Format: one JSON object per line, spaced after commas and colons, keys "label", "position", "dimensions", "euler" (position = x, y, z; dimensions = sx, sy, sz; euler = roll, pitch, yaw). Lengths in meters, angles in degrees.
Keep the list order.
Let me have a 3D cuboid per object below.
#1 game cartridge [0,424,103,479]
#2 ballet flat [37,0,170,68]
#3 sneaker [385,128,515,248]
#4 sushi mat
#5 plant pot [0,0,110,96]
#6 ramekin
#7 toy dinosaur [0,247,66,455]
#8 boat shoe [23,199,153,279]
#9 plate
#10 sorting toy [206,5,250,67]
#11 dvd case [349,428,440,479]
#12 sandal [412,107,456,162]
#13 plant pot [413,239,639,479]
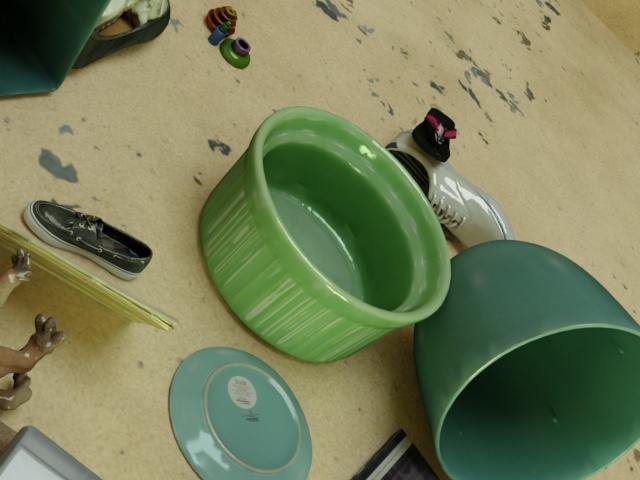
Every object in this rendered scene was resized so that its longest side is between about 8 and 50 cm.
{"label": "game cartridge", "position": [-0.221, 0.305, 0.720], "dimensions": [0.196, 0.060, 0.294], "euler": [44, 51, -16]}
{"label": "ballet flat", "position": [-0.248, -0.291, 1.264], "dimensions": [0.095, 0.096, 0.280], "euler": [44, 35, -8]}
{"label": "sneaker", "position": [0.190, -0.059, 1.554], "dimensions": [0.258, 0.094, 0.091], "euler": [47, 43, 11]}
{"label": "sushi mat", "position": [-0.283, 0.000, 0.930], "dimensions": [0.316, 0.151, 0.019], "euler": [34, 77, -23]}
{"label": "plant pot", "position": [-0.375, -0.296, 1.078], "dimensions": [0.234, 0.166, 0.165], "euler": [52, 34, 14]}
{"label": "ramekin", "position": [0.000, 0.000, 1.224], "dimensions": [0.303, 0.148, 0.303], "euler": [29, 40, -27]}
{"label": "toy dinosaur", "position": [-0.335, 0.083, 0.813], "dimensions": [0.200, 0.127, 0.296], "euler": [-23, 91, -45]}
{"label": "boat shoe", "position": [-0.242, -0.008, 1.057], "dimensions": [0.142, 0.040, 0.049], "euler": [31, 39, -26]}
{"label": "plate", "position": [-0.077, 0.192, 1.071], "dimensions": [0.188, 0.024, 0.188], "euler": [28, 41, -28]}
{"label": "sorting toy", "position": [-0.129, -0.302, 1.453], "dimensions": [0.061, 0.042, 0.102], "euler": [-15, 70, -53]}
{"label": "dvd case", "position": [0.120, 0.345, 1.152], "dimensions": [0.221, 0.018, 0.164], "euler": [53, 36, 3]}
{"label": "sandal", "position": [0.185, -0.176, 1.563], "dimensions": [0.067, 0.040, 0.179], "euler": [35, 30, -6]}
{"label": "plant pot", "position": [0.249, 0.138, 1.270], "dimensions": [0.293, 0.293, 0.235], "euler": [25, 27, -31]}
